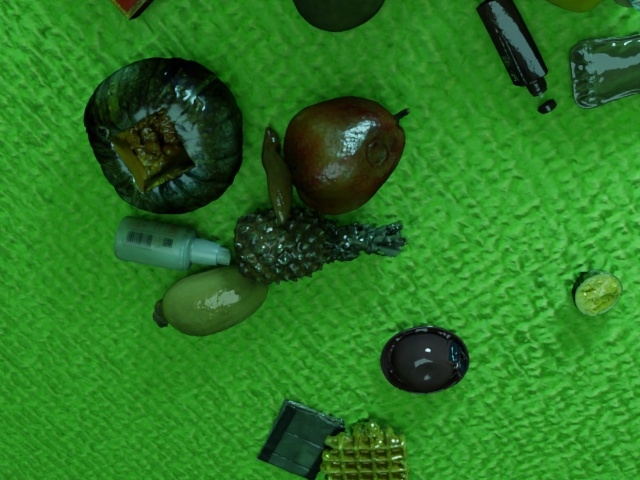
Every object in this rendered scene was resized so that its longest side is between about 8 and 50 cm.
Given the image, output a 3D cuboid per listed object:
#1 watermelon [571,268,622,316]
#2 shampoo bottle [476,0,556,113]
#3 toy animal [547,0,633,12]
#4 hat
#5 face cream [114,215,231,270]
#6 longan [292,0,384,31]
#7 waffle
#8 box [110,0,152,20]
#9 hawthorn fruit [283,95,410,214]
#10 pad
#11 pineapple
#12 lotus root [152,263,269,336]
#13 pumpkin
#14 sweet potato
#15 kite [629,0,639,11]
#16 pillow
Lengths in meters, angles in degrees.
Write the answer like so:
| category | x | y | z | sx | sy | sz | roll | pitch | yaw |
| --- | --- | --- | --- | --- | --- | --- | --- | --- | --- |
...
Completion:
| category | x | y | z | sx | sy | sz | roll | pitch | yaw |
| --- | --- | --- | --- | --- | --- | --- | --- | --- | --- |
| watermelon | 0.576 | 0.104 | 1.447 | 0.105 | 0.062 | 0.106 | -2 | 115 | -4 |
| shampoo bottle | 0.364 | -0.337 | 1.255 | 0.067 | 0.068 | 0.236 | -28 | 108 | 20 |
| toy animal | 0.398 | -0.525 | 1.050 | 0.345 | 0.247 | 0.277 | 39 | 116 | -12 |
| hat | 0.238 | 0.285 | 1.575 | 0.205 | 0.089 | 0.206 | 3 | 117 | 6 |
| face cream | -0.317 | 0.015 | 1.513 | 0.251 | 0.101 | 0.101 | 10 | 118 | 2 |
| longan | 0.020 | -0.453 | 1.185 | 0.204 | 0.159 | 0.185 | 5 | 130 | -15 |
| waffle | 0.109 | 0.542 | 1.730 | 0.229 | 0.057 | 0.219 | -3 | 119 | 5 |
| box | -0.381 | -0.548 | 1.255 | 0.153 | 0.074 | 0.240 | -36 | 108 | 27 |
| hawthorn fruit | 0.057 | -0.174 | 1.305 | 0.260 | 0.224 | 0.224 | -27 | 111 | 6 |
| pad | -0.053 | 0.520 | 1.775 | 0.174 | 0.022 | 0.233 | 24 | 119 | -4 |
| pineapple | 0.000 | 0.000 | 1.441 | 0.361 | 0.175 | 0.175 | -6 | 116 | -3 |
| lotus root | -0.248 | 0.138 | 1.546 | 0.303 | 0.131 | 0.146 | -19 | 111 | 17 |
| pumpkin | -0.298 | -0.202 | 1.347 | 0.320 | 0.192 | 0.321 | 2 | 116 | 5 |
| sweet potato | -0.085 | -0.131 | 1.382 | 0.058 | 0.055 | 0.202 | -12 | 71 | 3 |
| kite | 0.585 | -0.436 | 1.073 | 0.368 | 0.014 | 0.406 | -28 | 126 | -24 |
| pillow | 0.569 | -0.317 | 1.251 | 0.217 | 0.033 | 0.130 | -9 | 114 | 13 |
